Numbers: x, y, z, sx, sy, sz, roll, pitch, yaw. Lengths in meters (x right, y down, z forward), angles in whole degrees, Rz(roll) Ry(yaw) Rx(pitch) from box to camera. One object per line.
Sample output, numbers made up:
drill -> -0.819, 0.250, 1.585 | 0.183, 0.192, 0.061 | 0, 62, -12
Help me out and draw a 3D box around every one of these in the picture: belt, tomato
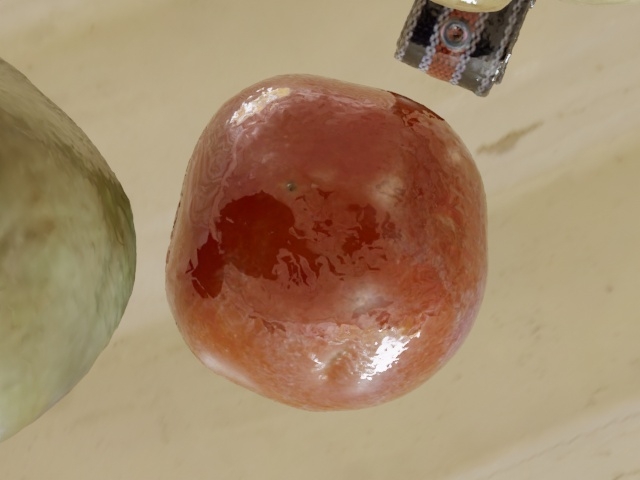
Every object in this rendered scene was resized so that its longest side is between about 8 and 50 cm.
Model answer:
belt -> 0.153, -0.272, 1.468 | 0.094, 0.360, 0.126 | 21, -146, 2
tomato -> 0.004, 0.000, 1.304 | 0.232, 0.188, 0.232 | -7, -109, 22

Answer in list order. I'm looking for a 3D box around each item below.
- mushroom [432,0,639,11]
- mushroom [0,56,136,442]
mushroom -> 0.058, -0.125, 0.581 | 0.148, 0.112, 0.148 | 22, -143, -18
mushroom -> -0.228, -0.061, 1.040 | 0.292, 0.212, 0.217 | 19, -134, 27
